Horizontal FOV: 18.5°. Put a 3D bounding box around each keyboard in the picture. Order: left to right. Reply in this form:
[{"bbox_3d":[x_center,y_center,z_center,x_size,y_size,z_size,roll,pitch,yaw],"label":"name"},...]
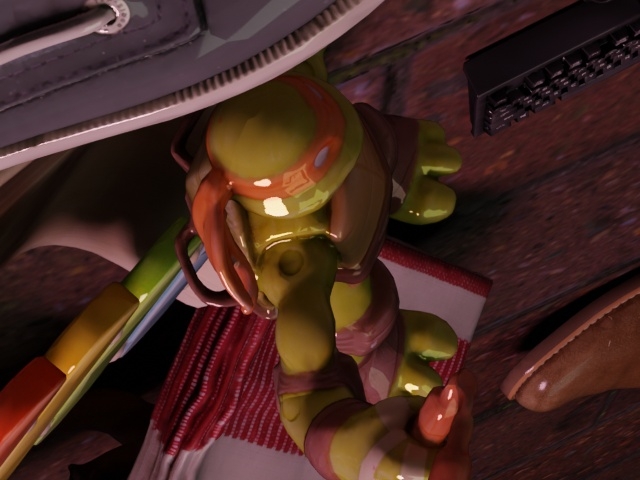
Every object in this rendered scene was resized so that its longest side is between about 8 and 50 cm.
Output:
[{"bbox_3d":[0.148,-0.103,0.887,0.180,0.023,0.108,-28,162,-3],"label":"keyboard"}]

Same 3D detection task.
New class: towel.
[{"bbox_3d":[-0.025,0.150,0.963,0.237,0.037,0.329,22,91,-59],"label":"towel"}]

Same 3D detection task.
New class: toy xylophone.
[{"bbox_3d":[-0.109,0.040,0.665,0.322,0.081,0.236,-49,180,-35],"label":"toy xylophone"}]

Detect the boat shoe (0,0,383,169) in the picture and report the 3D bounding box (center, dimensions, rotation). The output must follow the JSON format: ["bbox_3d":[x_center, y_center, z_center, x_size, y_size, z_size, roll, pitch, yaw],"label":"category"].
[{"bbox_3d":[-0.083,-0.080,0.477,0.319,0.116,0.099,-27,166,16],"label":"boat shoe"}]

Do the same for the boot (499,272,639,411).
[{"bbox_3d":[0.273,0.073,1.394,0.305,0.115,0.112,-19,162,-21],"label":"boot"}]

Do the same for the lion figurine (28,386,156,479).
[{"bbox_3d":[-0.071,0.175,1.112,0.240,0.142,0.392,-5,162,-20],"label":"lion figurine"}]

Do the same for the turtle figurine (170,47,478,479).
[{"bbox_3d":[0.000,0.000,0.607,0.087,0.269,0.217,-12,166,7],"label":"turtle figurine"}]
